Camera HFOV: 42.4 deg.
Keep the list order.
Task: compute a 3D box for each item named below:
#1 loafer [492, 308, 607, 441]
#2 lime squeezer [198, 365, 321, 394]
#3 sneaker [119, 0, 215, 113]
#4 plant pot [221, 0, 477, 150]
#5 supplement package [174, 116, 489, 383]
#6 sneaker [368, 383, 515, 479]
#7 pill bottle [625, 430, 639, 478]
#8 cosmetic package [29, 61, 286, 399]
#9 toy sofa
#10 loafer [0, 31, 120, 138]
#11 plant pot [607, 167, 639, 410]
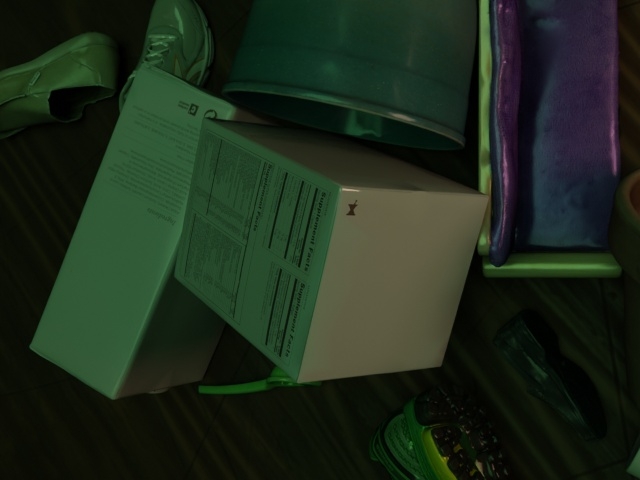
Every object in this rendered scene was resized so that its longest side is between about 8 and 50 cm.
[{"bbox_3d":[0.271,0.165,0.974,0.061,0.062,0.170,-44,69,37],"label":"loafer"},{"bbox_3d":[-0.035,0.149,1.087,0.310,0.059,0.110,-41,75,16],"label":"lime squeezer"},{"bbox_3d":[-0.219,-0.223,1.137,0.099,0.121,0.262,4,89,20],"label":"sneaker"},{"bbox_3d":[0.053,-0.252,0.901,0.272,0.272,0.255,14,93,21],"label":"plant pot"},{"bbox_3d":[0.000,0.000,0.894,0.263,0.199,0.198,31,113,48],"label":"supplement package"},{"bbox_3d":[0.184,0.341,0.975,0.146,0.134,0.343,-36,79,42],"label":"sneaker"},{"bbox_3d":[0.447,0.250,0.862,0.221,0.121,0.121,25,97,20],"label":"pill bottle"},{"bbox_3d":[-0.192,-0.003,1.070,0.156,0.217,0.384,27,96,21],"label":"cosmetic package"},{"bbox_3d":[0.256,-0.139,0.916,0.150,0.177,0.362,0,88,14],"label":"toy sofa"},{"bbox_3d":[-0.410,-0.212,1.220,0.269,0.102,0.092,-26,73,18],"label":"loafer"},{"bbox_3d":[0.400,0.073,0.803,0.263,0.263,0.229,15,120,21],"label":"plant pot"}]
